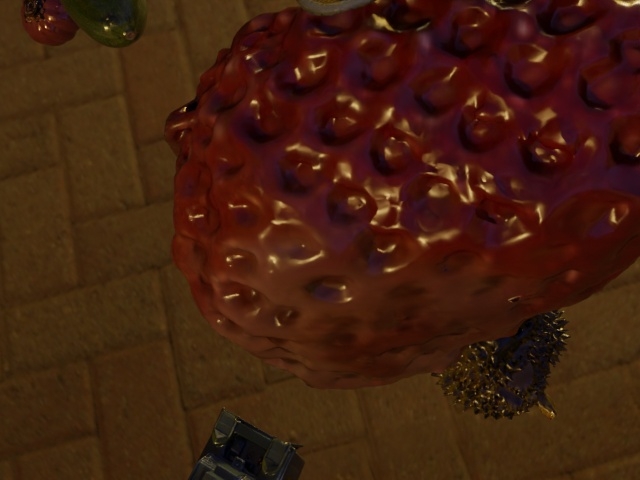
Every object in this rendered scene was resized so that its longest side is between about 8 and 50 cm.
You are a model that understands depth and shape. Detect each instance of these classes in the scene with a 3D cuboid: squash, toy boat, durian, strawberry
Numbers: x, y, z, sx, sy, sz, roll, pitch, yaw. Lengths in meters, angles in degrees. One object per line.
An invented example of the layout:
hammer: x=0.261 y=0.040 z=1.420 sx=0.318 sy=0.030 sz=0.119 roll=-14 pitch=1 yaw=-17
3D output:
squash: x=-0.183 y=-0.243 z=0.827 sx=0.069 sy=0.069 sz=0.258 roll=-15 pitch=57 yaw=-3
toy boat: x=-0.129 y=0.337 z=1.169 sx=0.114 sy=0.122 sz=0.296 roll=22 pitch=79 yaw=35
durian: x=0.234 y=0.127 z=1.378 sx=0.193 sy=0.138 sz=0.237 roll=-38 pitch=74 yaw=-10
strawberry: x=0.066 y=-0.014 z=0.583 sx=0.336 sy=0.265 sz=0.149 roll=-16 pitch=44 yaw=35

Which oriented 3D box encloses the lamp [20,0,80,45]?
lamp: x=-0.415 y=-0.355 z=1.644 sx=0.107 sy=0.092 sz=0.107 roll=1 pitch=91 yaw=32

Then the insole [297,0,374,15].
insole: x=0.064 y=-0.166 z=0.515 sx=0.193 sy=0.006 sz=0.065 roll=-38 pitch=49 yaw=-15
